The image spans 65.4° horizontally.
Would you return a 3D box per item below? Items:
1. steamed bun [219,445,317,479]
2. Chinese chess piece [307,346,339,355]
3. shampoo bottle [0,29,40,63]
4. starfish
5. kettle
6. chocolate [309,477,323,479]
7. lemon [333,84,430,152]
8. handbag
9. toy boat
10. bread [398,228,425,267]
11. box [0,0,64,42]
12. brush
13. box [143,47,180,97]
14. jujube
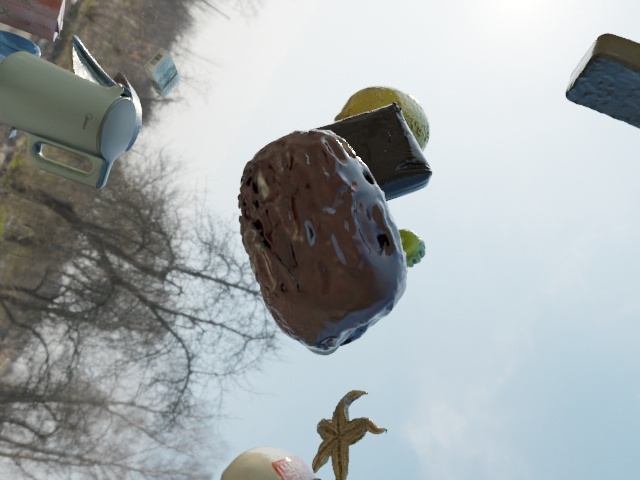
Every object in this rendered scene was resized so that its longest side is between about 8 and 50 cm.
[{"bbox_3d":[-0.107,0.755,1.396,0.242,0.374,0.374,-27,-147,2],"label":"steamed bun"},{"bbox_3d":[0.009,0.221,1.221,0.051,0.122,0.122,15,-101,43],"label":"Chinese chess piece"},{"bbox_3d":[-0.750,-0.369,1.133,0.259,0.104,0.061,-30,-107,28],"label":"shampoo bottle"},{"bbox_3d":[0.046,0.458,1.141,0.277,0.062,0.235,-22,-134,51],"label":"starfish"},{"bbox_3d":[-0.330,-0.158,0.639,0.098,0.148,0.126,113,0,-69],"label":"kettle"},{"bbox_3d":[0.024,0.602,0.973,0.254,0.157,0.080,28,-66,34],"label":"chocolate"},{"bbox_3d":[0.184,-0.336,1.505,0.258,0.311,0.257,-34,-130,55],"label":"lemon"},{"bbox_3d":[0.105,-0.189,1.103,0.080,0.247,0.222,99,-29,-68],"label":"handbag"},{"bbox_3d":[-0.631,-0.397,1.451,0.111,0.293,0.275,-10,-95,13],"label":"toy boat"},{"bbox_3d":[0.224,0.028,1.378,0.130,0.071,0.139,-21,-144,-2],"label":"bread"},{"bbox_3d":[-0.627,-0.497,1.050,0.060,0.156,0.111,-50,-140,38],"label":"box"},{"bbox_3d":[0.514,-0.246,0.810,0.059,0.197,0.123,-59,168,-16],"label":"brush"},{"bbox_3d":[-0.300,-0.318,0.951,0.054,0.024,0.083,-57,172,-16],"label":"box"},{"bbox_3d":[0.000,0.000,0.839,0.258,0.259,0.376,-17,-88,56],"label":"jujube"}]
